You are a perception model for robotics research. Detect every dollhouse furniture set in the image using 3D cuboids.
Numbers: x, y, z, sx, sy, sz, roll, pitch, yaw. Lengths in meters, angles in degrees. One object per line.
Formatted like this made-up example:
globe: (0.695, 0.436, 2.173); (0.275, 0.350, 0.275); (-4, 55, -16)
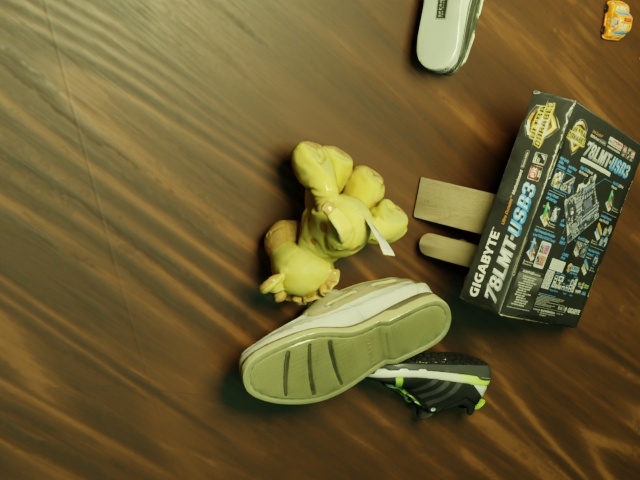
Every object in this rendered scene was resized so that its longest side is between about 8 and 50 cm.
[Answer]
dollhouse furniture set: (0.216, -0.009, 1.543); (0.151, 0.123, 0.144); (-7, 110, -60)

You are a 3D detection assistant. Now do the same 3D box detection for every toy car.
toy car: (0.465, -0.307, 1.576); (0.122, 0.040, 0.060); (20, 94, -27)

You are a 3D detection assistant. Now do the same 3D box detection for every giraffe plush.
giraffe plush: (0.000, 0.000, 1.381); (0.181, 0.210, 0.170); (28, 119, -31)

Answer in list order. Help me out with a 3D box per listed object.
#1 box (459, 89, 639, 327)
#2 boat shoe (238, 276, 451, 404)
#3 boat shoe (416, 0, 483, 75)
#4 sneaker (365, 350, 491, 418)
box: (0.331, -0.031, 1.498); (0.295, 0.073, 0.293); (13, 97, -56)
boat shoe: (0.022, 0.130, 1.444); (0.302, 0.103, 0.113); (-15, 122, -22)
boat shoe: (0.179, -0.329, 1.426); (0.070, 0.077, 0.219); (4, 101, -62)
sneaker: (0.147, 0.212, 1.533); (0.234, 0.084, 0.097); (9, 100, -27)
